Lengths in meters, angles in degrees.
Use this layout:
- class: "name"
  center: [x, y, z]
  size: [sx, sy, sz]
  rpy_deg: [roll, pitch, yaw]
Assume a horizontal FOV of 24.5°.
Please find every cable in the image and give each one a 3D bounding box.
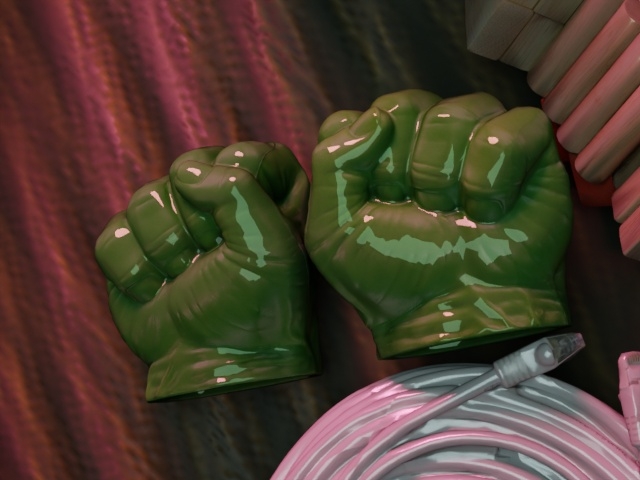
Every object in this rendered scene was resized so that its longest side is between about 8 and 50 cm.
- class: "cable"
  center: [0.082, 0.194, 0.791]
  size: [0.257, 0.089, 0.257]
  rpy_deg: [-16, 82, 11]

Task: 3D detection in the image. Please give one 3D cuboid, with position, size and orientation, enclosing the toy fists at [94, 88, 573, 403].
- class: "toy fists"
  center: [0.000, 0.000, 0.805]
  size: [0.279, 0.096, 0.142]
  rpy_deg: [-14, 80, 26]

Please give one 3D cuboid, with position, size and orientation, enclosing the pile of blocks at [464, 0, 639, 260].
- class: "pile of blocks"
  center: [0.203, -0.044, 0.796]
  size: [0.362, 0.149, 0.112]
  rpy_deg: [58, 140, 20]
